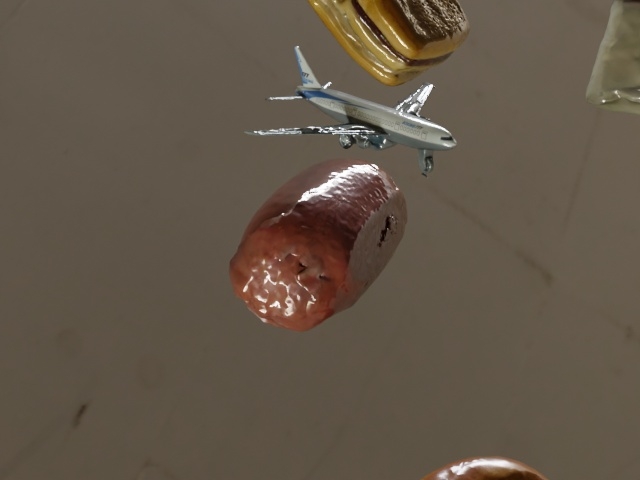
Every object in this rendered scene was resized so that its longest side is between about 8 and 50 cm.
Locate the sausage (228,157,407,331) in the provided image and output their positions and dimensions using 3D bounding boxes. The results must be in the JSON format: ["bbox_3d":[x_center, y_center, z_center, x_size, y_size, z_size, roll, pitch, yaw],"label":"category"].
[{"bbox_3d":[0.000,0.000,1.510,0.152,0.152,0.280,52,-146,-4],"label":"sausage"}]

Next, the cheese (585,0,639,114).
[{"bbox_3d":[0.347,-0.082,0.733,0.034,0.400,0.085,62,-139,-55],"label":"cheese"}]

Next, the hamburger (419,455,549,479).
[{"bbox_3d":[0.214,0.430,1.533,0.330,0.250,0.329,-11,-68,-28],"label":"hamburger"}]

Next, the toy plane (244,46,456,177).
[{"bbox_3d":[0.044,-0.115,1.264,0.226,0.058,0.226,-19,-141,-36],"label":"toy plane"}]

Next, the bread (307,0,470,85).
[{"bbox_3d":[0.031,-0.217,1.067,0.200,0.077,0.116,54,-139,0],"label":"bread"}]
